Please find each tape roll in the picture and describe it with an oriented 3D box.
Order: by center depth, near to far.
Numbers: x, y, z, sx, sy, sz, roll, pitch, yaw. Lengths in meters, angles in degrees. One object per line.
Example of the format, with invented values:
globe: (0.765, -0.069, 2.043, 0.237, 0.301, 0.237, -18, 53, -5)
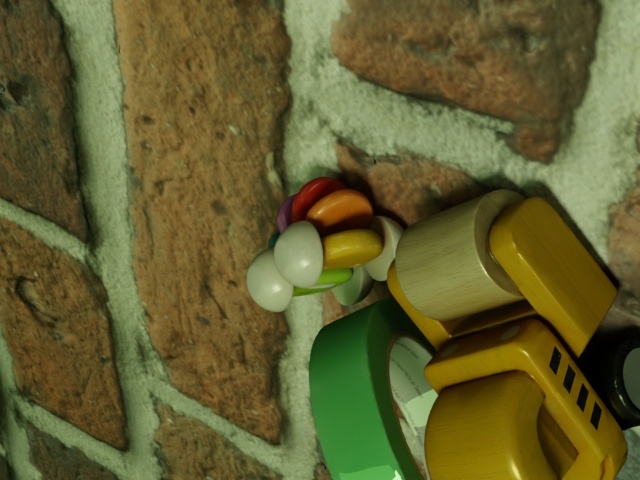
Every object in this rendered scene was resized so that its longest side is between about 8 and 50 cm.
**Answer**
tape roll: (0.103, 0.227, 1.459, 0.077, 0.321, 0.321, -26, 108, 20)

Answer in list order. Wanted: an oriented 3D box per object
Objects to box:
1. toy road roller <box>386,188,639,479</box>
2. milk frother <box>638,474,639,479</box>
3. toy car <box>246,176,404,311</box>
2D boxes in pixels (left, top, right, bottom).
toy road roller: (0.190, 0.137, 1.352, 0.329, 0.240, 0.202, 53, 142, -11)
milk frother: (0.418, 0.226, 1.362, 0.135, 0.129, 0.143, 20, 94, 29)
toy car: (0.000, 0.000, 1.504, 0.182, 0.159, 0.136, -41, 59, 53)
